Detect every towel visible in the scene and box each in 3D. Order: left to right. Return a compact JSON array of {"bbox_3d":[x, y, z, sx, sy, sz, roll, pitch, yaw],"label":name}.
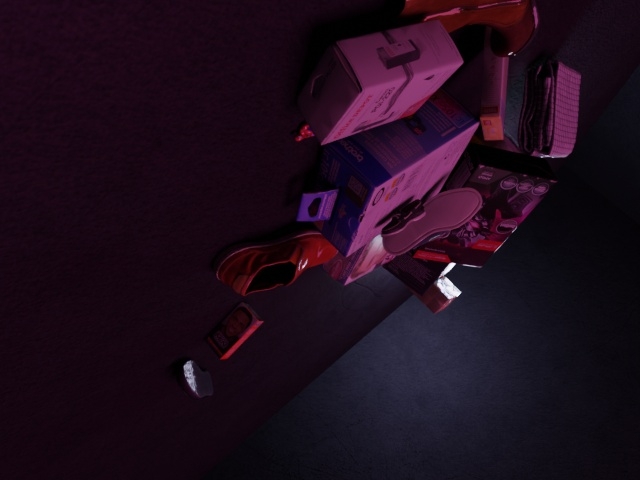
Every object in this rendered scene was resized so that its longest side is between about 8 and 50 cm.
[{"bbox_3d":[0.706,-0.400,1.620,0.235,0.121,0.283,-9,102,-48],"label":"towel"}]

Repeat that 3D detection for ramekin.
[{"bbox_3d":[0.558,-0.244,1.617,0.127,0.272,0.273,-38,165,27],"label":"ramekin"}]

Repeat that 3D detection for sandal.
[{"bbox_3d":[-0.345,0.389,1.405,0.055,0.097,0.254,-14,156,-3],"label":"sandal"}]

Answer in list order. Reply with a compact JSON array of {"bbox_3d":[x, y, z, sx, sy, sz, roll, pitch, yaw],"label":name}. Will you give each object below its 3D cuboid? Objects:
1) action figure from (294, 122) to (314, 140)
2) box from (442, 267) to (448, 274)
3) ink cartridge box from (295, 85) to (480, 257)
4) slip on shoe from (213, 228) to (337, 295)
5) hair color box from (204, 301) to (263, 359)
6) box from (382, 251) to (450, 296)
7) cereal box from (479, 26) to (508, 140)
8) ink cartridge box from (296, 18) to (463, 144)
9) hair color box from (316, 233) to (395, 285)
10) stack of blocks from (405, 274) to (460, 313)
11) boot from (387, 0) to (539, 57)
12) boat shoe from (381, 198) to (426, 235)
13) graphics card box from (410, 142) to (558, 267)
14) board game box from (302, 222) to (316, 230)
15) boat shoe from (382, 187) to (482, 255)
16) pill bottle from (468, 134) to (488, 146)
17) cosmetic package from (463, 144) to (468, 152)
[{"bbox_3d":[-0.001,-0.205,0.925,0.115,0.030,0.038,-32,163,-24],"label":"action figure"},{"bbox_3d":[0.494,0.009,2.118,0.103,0.184,0.261,-28,156,-36],"label":"box"},{"bbox_3d":[0.129,-0.138,1.131,0.396,0.151,0.270,-35,160,-28],"label":"ink cartridge box"},{"bbox_3d":[-0.076,0.052,1.147,0.332,0.101,0.123,-11,140,-45],"label":"slip on shoe"},{"bbox_3d":[-0.222,0.231,1.333,0.141,0.072,0.043,-46,161,5],"label":"hair color box"},{"bbox_3d":[0.417,-0.035,1.787,0.343,0.179,0.312,-41,164,-47],"label":"box"},{"bbox_3d":[0.376,-0.353,1.120,0.173,0.048,0.239,16,79,-68],"label":"cereal box"},{"bbox_3d":[0.091,-0.251,0.827,0.218,0.092,0.158,-23,170,-29],"label":"ink cartridge box"},{"bbox_3d":[0.138,-0.008,1.422,0.347,0.105,0.173,-18,139,-59],"label":"hair color box"},{"bbox_3d":[0.385,0.128,1.980,0.171,0.297,0.087,-12,143,-55],"label":"stack of blocks"},{"bbox_3d":[0.249,-0.372,0.901,0.281,0.096,0.264,-25,167,-4],"label":"boot"},{"bbox_3d":[0.179,-0.050,1.143,0.125,0.038,0.046,-30,-160,-21],"label":"boat shoe"},{"bbox_3d":[0.416,-0.079,1.394,0.233,0.094,0.370,10,137,-16],"label":"graphics card box"},{"bbox_3d":[0.000,0.000,1.345,0.124,0.039,0.259,-45,163,2],"label":"board game box"},{"bbox_3d":[0.267,-0.043,1.249,0.255,0.095,0.079,-37,173,15],"label":"boat shoe"},{"bbox_3d":[0.435,-0.219,1.472,0.117,0.215,0.117,-38,160,-16],"label":"pill bottle"},{"bbox_3d":[0.309,-0.260,1.288,0.041,0.115,0.060,-39,159,-17],"label":"cosmetic package"}]
